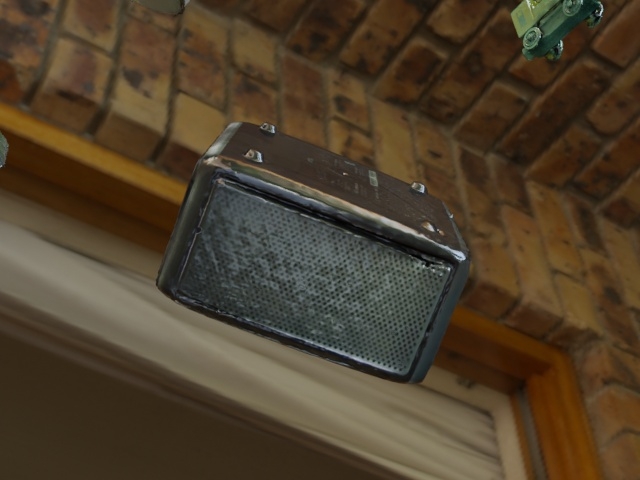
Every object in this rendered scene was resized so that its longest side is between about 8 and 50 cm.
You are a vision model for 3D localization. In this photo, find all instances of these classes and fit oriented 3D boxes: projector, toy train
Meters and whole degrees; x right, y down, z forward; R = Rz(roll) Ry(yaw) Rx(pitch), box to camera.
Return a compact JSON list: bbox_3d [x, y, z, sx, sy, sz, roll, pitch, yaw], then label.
[{"bbox_3d":[0.000,0.000,1.558,0.395,0.405,0.242,-86,-163,-77],"label":"projector"},{"bbox_3d":[0.279,-0.267,1.213,0.122,0.050,0.081,-43,-134,40],"label":"toy train"}]

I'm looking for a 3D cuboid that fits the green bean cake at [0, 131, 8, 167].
[{"bbox_3d":[-0.540,-0.124,1.451,0.173,0.094,0.181,-25,-156,-5],"label":"green bean cake"}]

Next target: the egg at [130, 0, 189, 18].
[{"bbox_3d":[-0.292,-0.520,1.596,0.201,0.337,0.337,-52,-159,-14],"label":"egg"}]
